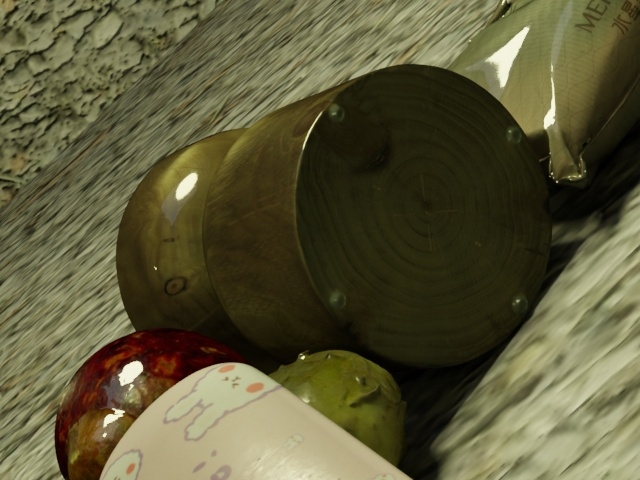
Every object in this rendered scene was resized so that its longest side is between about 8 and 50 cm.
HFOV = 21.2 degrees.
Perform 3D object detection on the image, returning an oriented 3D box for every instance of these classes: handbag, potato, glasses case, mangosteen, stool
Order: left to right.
[{"bbox_3d":[-0.093,0.143,1.021,0.146,0.156,0.181,-13,37,25],"label":"mangosteen"},{"bbox_3d":[-0.030,0.154,0.918,0.117,0.090,0.225,-5,47,56],"label":"potato"},{"bbox_3d":[-0.006,0.146,0.778,0.113,0.075,0.297,-47,37,-11],"label":"glasses case"},{"bbox_3d":[0.000,0.000,1.086,0.179,0.179,0.264,-50,17,-25],"label":"stool"},{"bbox_3d":[0.171,-0.131,1.128,0.182,0.117,0.270,5,50,50],"label":"handbag"}]
